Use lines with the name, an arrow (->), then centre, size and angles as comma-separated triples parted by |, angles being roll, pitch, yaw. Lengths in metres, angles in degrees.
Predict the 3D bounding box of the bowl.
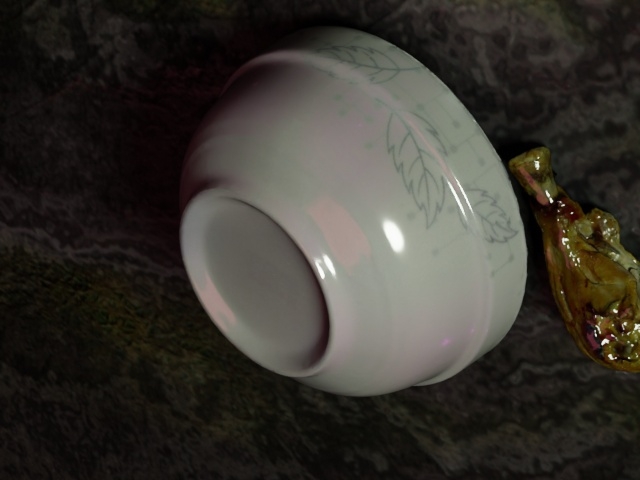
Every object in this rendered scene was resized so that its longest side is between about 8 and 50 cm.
bowl -> 0.000, 0.000, 1.422 | 0.287, 0.144, 0.287 | 29, 138, 31

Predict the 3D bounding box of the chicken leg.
chicken leg -> 0.192, 0.012, 1.356 | 0.093, 0.070, 0.178 | -33, 84, 47
